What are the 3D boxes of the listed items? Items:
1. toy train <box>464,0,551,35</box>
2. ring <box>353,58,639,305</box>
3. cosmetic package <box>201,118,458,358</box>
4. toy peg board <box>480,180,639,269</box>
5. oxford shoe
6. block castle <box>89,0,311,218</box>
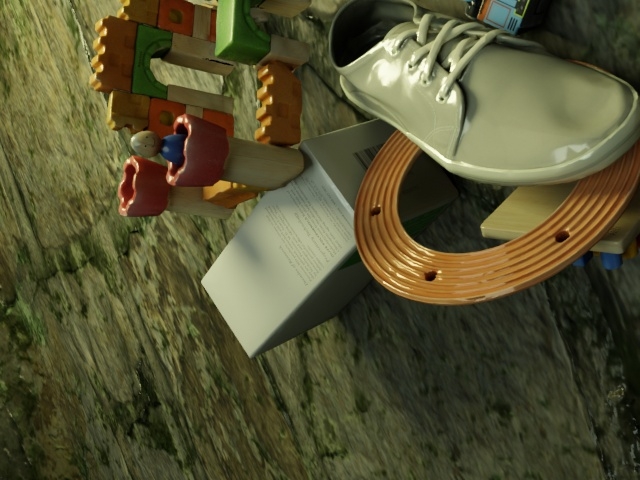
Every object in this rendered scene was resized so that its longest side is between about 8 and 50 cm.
[{"bbox_3d":[0.218,-0.320,0.907,0.105,0.080,0.184,33,126,23],"label":"toy train"},{"bbox_3d":[0.187,-0.067,0.907,0.337,0.336,0.032,11,151,45],"label":"ring"},{"bbox_3d":[0.000,0.000,1.188,0.155,0.197,0.365,55,139,14],"label":"cosmetic package"},{"bbox_3d":[0.291,-0.018,0.902,0.161,0.161,0.079,8,129,45],"label":"toy peg board"},{"bbox_3d":[0.149,-0.181,0.920,0.449,0.169,0.130,36,166,48],"label":"oxford shoe"},{"bbox_3d":[-0.169,-0.264,1.101,0.303,0.213,0.452,-17,68,60],"label":"block castle"}]
